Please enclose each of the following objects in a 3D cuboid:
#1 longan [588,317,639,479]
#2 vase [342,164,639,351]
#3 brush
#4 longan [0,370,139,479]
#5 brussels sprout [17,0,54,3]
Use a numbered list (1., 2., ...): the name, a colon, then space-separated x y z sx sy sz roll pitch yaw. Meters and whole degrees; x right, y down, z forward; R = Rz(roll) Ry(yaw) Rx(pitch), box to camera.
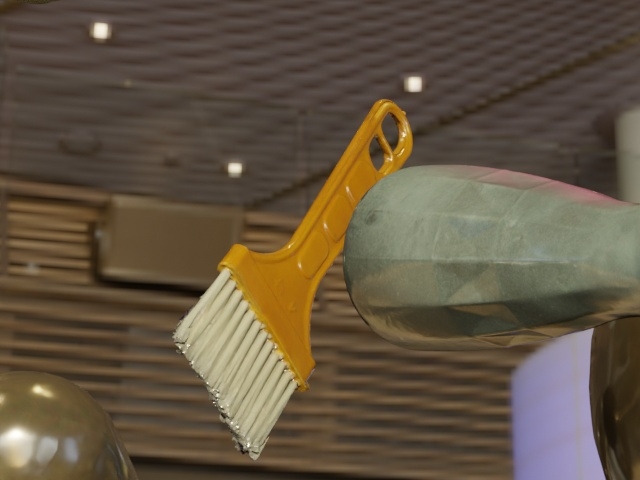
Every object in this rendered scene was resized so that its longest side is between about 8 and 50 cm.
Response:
1. longan: 0.294 0.076 0.843 0.350 0.288 0.288 23 -4 40
2. vase: 0.099 0.008 0.701 0.086 0.086 0.214 14 -8 -30
3. brush: 0.000 0.000 1.004 0.017 0.314 0.090 -15 -65 32
4. longan: -0.252 0.202 1.421 0.198 0.198 0.212 -12 -28 28
5. brussels sprout: -0.203 -0.294 1.234 0.210 0.219 0.271 -17 -25 3
